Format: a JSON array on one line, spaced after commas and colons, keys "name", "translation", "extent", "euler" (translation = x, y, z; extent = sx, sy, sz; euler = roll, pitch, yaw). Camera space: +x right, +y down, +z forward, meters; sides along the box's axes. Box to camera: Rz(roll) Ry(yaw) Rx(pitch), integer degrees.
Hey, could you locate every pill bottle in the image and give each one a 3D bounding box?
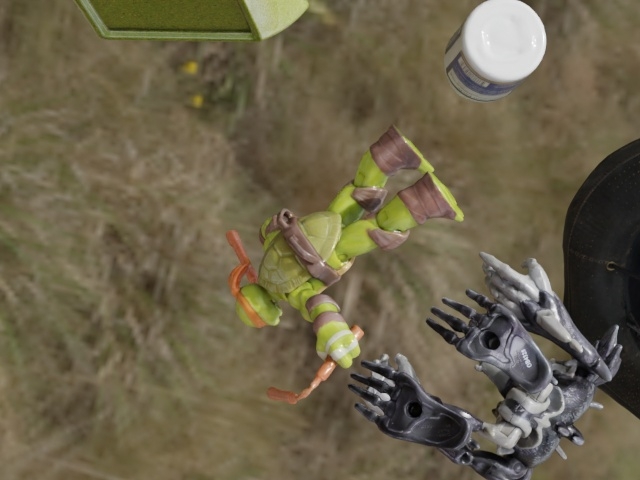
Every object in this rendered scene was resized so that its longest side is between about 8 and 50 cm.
[{"name": "pill bottle", "translation": [0.135, -0.147, 1.391], "extent": [0.120, 0.067, 0.067], "euler": [132, -25, -81]}]

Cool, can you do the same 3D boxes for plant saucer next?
[{"name": "plant saucer", "translation": [-0.117, -0.196, 1.302], "extent": [0.188, 0.188, 0.045], "euler": [63, 31, -69]}]

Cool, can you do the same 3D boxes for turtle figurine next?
[{"name": "turtle figurine", "translation": [0.000, 0.000, 1.444], "extent": [0.217, 0.269, 0.087], "euler": [-40, 119, 7]}]

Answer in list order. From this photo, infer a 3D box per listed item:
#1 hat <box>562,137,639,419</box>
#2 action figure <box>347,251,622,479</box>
[{"name": "hat", "translation": [0.383, 0.034, 1.625], "extent": [0.134, 0.331, 0.331], "euler": [-37, 133, -48]}, {"name": "action figure", "translation": [0.119, 0.092, 1.217], "extent": [0.164, 0.141, 0.275], "euler": [-48, 158, 6]}]
